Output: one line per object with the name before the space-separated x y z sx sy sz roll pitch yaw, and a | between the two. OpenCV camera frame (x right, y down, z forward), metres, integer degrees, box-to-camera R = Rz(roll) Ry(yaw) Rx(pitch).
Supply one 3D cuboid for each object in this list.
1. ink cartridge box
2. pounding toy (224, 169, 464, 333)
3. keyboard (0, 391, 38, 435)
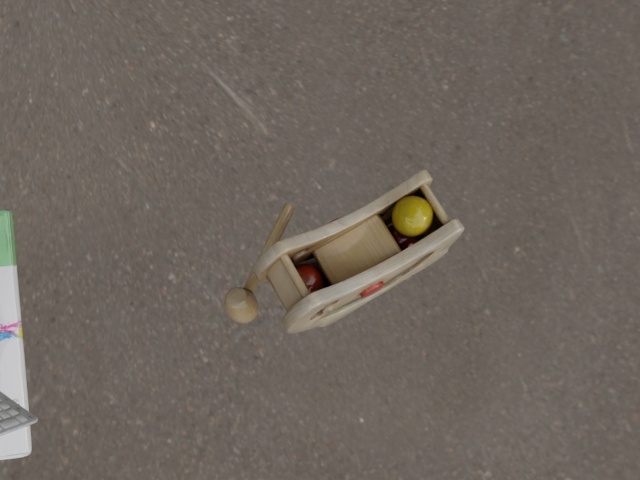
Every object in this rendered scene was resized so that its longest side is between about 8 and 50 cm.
ink cartridge box | -0.415 0.102 1.030 0.117 0.201 0.278 -5 95 -22
pounding toy | 0.000 0.000 0.936 0.270 0.154 0.154 -31 76 3
keyboard | -0.379 0.108 0.813 0.256 0.072 0.014 29 97 17
